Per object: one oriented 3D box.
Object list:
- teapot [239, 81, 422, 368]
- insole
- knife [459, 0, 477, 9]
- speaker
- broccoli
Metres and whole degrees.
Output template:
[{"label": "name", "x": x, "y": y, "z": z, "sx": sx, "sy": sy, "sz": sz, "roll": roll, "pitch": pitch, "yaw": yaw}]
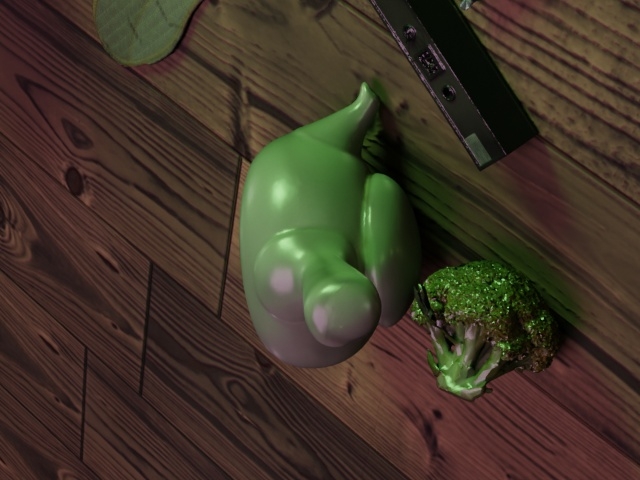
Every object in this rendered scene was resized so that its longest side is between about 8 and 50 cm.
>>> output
[{"label": "teapot", "x": 0.006, "y": 0.034, "z": 1.310, "sx": 0.149, "sy": 0.318, "sz": 0.220, "roll": -5, "pitch": 128, "yaw": 10}, {"label": "insole", "x": -0.141, "y": -0.252, "z": 1.476, "sx": 0.348, "sy": 0.009, "sz": 0.119, "roll": -23, "pitch": 98, "yaw": 55}, {"label": "knife", "x": 0.172, "y": -0.249, "z": 1.090, "sx": 0.044, "sy": 0.026, "sz": 0.296, "roll": 53, "pitch": 143, "yaw": 0}, {"label": "speaker", "x": 0.099, "y": -0.149, "z": 1.238, "sx": 0.191, "sy": 0.046, "sz": 0.040, "roll": 57, "pitch": 146, "yaw": -1}, {"label": "broccoli", "x": 0.138, "y": 0.076, "z": 1.310, "sx": 0.130, "sy": 0.120, "sz": 0.131, "roll": 21, "pitch": 174, "yaw": 8}]
